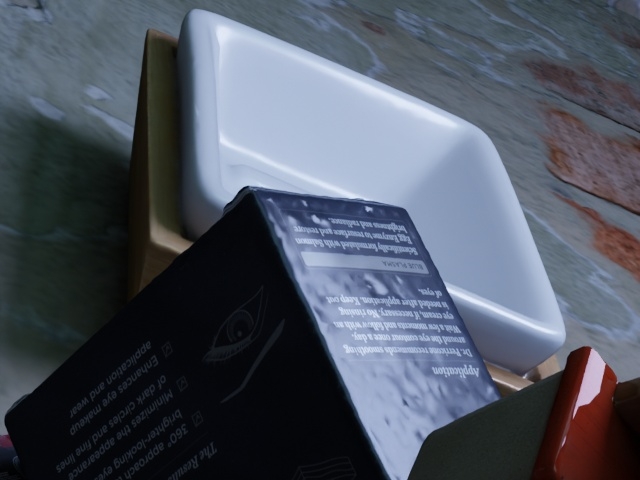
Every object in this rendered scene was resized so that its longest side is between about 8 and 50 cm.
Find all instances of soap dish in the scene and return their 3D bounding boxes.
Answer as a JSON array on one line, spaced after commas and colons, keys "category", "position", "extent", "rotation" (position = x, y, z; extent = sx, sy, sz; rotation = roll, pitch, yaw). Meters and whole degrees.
[{"category": "soap dish", "position": [0.000, 0.000, 1.013], "extent": [0.229, 0.118, 0.291], "rotation": [22, 22, -15]}]

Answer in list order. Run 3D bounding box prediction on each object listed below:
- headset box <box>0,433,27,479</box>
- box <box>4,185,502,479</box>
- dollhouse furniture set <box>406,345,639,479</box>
[{"category": "headset box", "position": [-0.111, 0.109, 0.748], "extent": [0.083, 0.032, 0.062], "rotation": [40, 24, 30]}, {"category": "box", "position": [-0.015, 0.090, 0.681], "extent": [0.093, 0.156, 0.158], "rotation": [5, 52, -49]}, {"category": "dollhouse furniture set", "position": [0.059, 0.149, 0.478], "extent": [0.262, 0.135, 0.259], "rotation": [47, 45, -22]}]
